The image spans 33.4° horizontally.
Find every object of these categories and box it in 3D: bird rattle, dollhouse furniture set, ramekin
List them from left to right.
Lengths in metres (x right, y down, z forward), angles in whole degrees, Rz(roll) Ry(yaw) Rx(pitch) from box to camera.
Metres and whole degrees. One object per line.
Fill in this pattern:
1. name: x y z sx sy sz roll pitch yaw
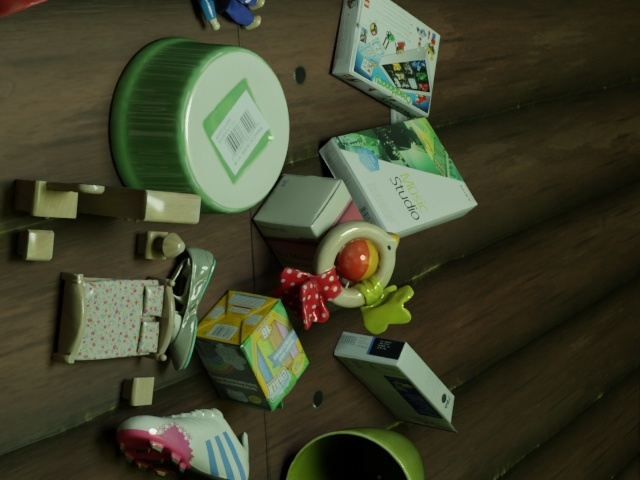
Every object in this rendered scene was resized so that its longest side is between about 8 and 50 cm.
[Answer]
1. dollhouse furniture set: -0.310 0.095 1.624 0.303 0.173 0.356 4 92 -53
2. ramekin: -0.186 -0.184 1.766 0.303 0.148 0.303 -12 104 -52
3. bird rattle: 0.045 0.060 1.940 0.253 0.143 0.207 13 98 -22

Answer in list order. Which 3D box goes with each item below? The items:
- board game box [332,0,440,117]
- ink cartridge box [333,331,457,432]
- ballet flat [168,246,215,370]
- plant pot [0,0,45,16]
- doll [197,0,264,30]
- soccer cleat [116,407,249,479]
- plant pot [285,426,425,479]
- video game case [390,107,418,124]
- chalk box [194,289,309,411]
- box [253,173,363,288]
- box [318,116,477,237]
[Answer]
1. board game box: 0.144 -0.394 2.247 0.305 0.053 0.193 20 77 -51
2. ink cartridge box: 0.176 0.310 2.317 0.333 0.165 0.065 51 54 -45
3. ballet flat: -0.239 0.114 1.826 0.068 0.072 0.213 20 77 -25
4. plant pot: -0.413 -0.398 1.405 0.191 0.191 0.174 -43 119 -41
5. doll: -0.172 -0.422 1.835 0.189 0.046 0.129 20 78 -53
6. soccer cleat: -0.233 0.340 1.837 0.331 0.116 0.143 45 44 -49
7. plant pot: 0.108 0.499 2.206 0.293 0.274 0.275 -8 102 -68
8. video game case: 0.193 -0.297 2.373 0.122 0.011 0.087 -16 107 -51
9. chalk box: -0.119 0.216 1.935 0.132 0.132 0.213 -51 134 -36
10. box: 0.000 0.000 2.045 0.127 0.148 0.232 -57 136 -29
11. box: 0.167 -0.128 2.213 0.322 0.058 0.232 -18 75 -48
